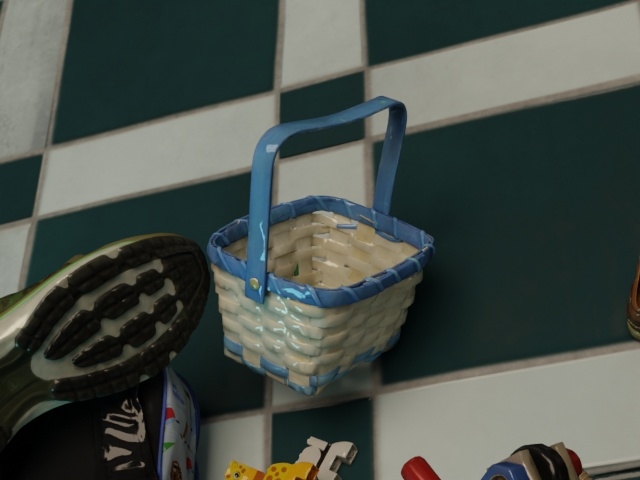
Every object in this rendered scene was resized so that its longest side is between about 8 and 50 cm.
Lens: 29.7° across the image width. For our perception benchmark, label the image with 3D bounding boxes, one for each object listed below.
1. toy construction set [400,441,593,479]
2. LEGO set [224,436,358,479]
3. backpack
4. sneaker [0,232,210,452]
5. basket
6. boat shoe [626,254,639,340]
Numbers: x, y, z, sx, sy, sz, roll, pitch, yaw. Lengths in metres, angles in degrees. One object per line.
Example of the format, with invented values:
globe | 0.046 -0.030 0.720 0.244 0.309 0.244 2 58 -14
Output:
toy construction set | 0.179 0.321 1.019 0.257 0.309 0.237 -42 55 2
LEGO set | -0.062 0.288 1.271 0.093 0.087 0.227 16 63 32
backpack | -0.245 0.236 1.313 0.276 0.213 0.263 -3 62 13
sneaker | -0.311 0.093 1.241 0.410 0.158 0.182 -29 33 -19
basket | 0.000 0.000 1.290 0.201 0.289 0.255 26 27 29
boat shoe | 0.373 0.022 1.284 0.064 0.060 0.178 13 63 31
